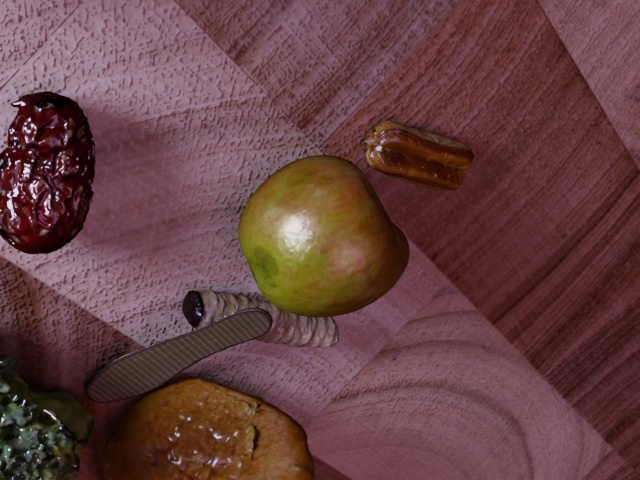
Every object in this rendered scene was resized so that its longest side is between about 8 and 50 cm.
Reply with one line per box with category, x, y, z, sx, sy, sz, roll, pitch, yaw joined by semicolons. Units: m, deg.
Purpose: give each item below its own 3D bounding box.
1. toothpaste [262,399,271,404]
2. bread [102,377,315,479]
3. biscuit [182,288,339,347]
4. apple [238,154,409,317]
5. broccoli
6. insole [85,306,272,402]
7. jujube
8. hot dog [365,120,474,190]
toothpaste;-0.055;0.344;1.325;0.075;0.048;0.301;-28;130;-18
bread;-0.140;0.305;1.126;0.268;0.268;0.145;-23;142;-17
biscuit;-0.075;0.105;1.160;0.219;0.061;0.055;12;117;-35
apple;0.000;0.000;1.062;0.196;0.196;0.196;-14;123;-23
broccoli;-0.362;0.229;0.993;0.245;0.248;0.288;21;79;-79
insole;-0.177;0.143;1.112;0.253;0.005;0.086;-25;140;4
jujube;-0.275;-0.067;0.920;0.104;0.104;0.165;8;111;-33
hot dog;0.127;-0.108;1.162;0.165;0.045;0.071;12;113;-34
